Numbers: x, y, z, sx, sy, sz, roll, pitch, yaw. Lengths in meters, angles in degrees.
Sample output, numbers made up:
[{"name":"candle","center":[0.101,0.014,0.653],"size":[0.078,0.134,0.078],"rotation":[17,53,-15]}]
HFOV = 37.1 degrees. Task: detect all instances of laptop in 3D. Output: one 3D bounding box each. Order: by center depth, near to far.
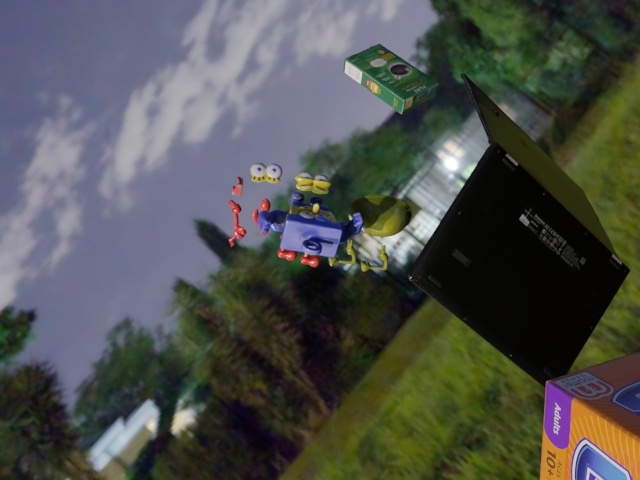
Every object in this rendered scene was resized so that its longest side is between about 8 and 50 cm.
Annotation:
[{"name":"laptop","center":[0.330,-0.021,1.677],"size":[0.408,0.382,0.236],"rotation":[-57,27,-9]}]

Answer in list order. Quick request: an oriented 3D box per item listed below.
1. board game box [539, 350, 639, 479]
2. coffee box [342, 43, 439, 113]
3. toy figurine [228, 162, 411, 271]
[{"name":"board game box","center":[0.517,0.355,1.166],"size":[0.356,0.356,0.356],"rotation":[-12,-67,-25]},{"name":"coffee box","center":[0.148,-0.346,2.027],"size":[0.113,0.184,0.040],"rotation":[-30,-34,-34]},{"name":"toy figurine","center":[0.000,0.000,1.816],"size":[0.217,0.362,0.191],"rotation":[-99,23,-66]}]
